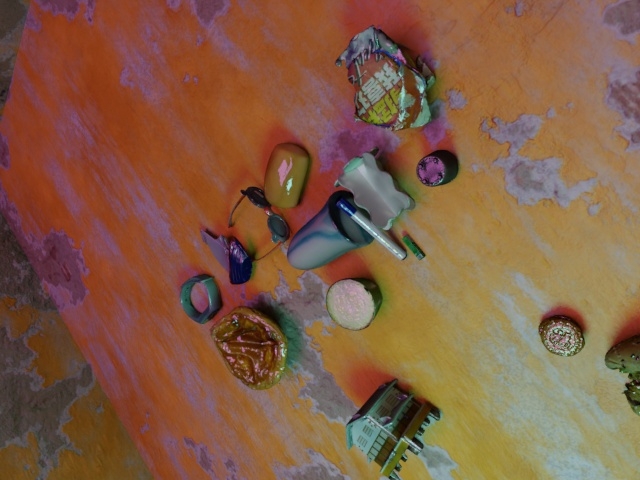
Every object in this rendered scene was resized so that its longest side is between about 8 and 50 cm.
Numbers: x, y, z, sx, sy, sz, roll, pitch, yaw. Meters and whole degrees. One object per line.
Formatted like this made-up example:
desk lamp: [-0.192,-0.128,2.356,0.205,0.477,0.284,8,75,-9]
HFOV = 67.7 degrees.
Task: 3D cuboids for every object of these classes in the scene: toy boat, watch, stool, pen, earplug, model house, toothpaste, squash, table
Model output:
toy boat: [-0.374,0.070,1.854,0.318,0.072,0.219,8,118,45]
watch: [-0.503,0.241,2.006,0.195,0.068,0.237,56,131,13]
stool: [0.305,-0.188,1.254,0.096,0.110,0.096,10,109,30]
pen: [0.149,-0.033,1.388,0.269,0.033,0.033,40,128,-14]
earplug: [0.000,0.000,1.501,0.324,0.185,0.185,-35,81,42]
model house: [0.219,0.575,1.470,0.215,0.224,0.198,34,123,20]
toothpaste: [0.273,0.020,1.396,0.083,0.017,0.020,52,129,14]
squash: [0.116,0.188,1.492,0.170,0.123,0.170,10,108,34]
table: [0.159,-0.136,1.347,0.198,0.166,0.166,52,126,13]

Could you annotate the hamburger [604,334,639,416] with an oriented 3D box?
hamburger: [0.755,0.273,1.014,0.288,0.192,0.167,-35,72,37]

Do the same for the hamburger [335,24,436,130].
hamburger: [0.186,-0.434,1.271,0.260,0.150,0.276,10,125,52]

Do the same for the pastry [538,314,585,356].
pastry: [0.602,0.238,1.192,0.109,0.057,0.097,14,105,31]

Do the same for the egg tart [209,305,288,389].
egg tart: [-0.243,0.396,1.797,0.339,0.153,0.351,51,126,13]

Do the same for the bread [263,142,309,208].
bread: [-0.122,-0.211,1.575,0.147,0.098,0.217,25,118,25]

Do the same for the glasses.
glasses: [-0.247,-0.036,1.704,0.268,0.118,0.234,-41,80,37]
